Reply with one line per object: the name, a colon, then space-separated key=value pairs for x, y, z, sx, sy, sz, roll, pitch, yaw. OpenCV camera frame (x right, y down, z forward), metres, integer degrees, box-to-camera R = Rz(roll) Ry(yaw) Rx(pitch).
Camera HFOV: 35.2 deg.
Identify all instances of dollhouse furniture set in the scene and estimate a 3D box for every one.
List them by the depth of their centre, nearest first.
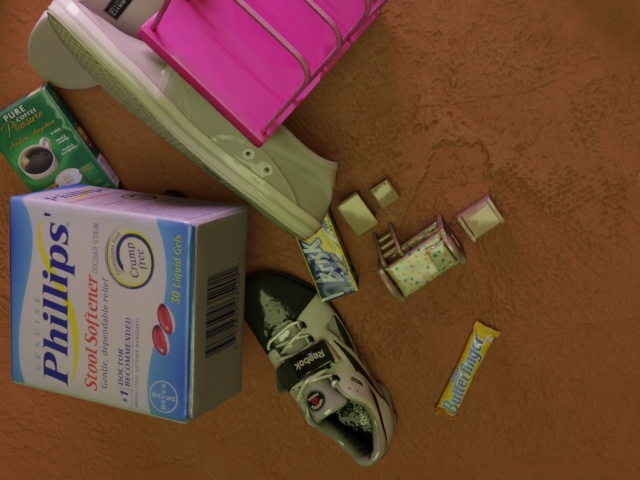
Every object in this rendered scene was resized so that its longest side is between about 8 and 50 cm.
dollhouse furniture set: x=0.141 y=-0.033 z=1.413 sx=0.182 sy=0.101 sz=0.161 roll=-35 pitch=101 yaw=12

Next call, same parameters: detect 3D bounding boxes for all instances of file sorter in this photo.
file sorter: x=-0.034 y=-0.304 z=1.229 sx=0.202 sy=0.290 sz=0.182 roll=43 pitch=149 yaw=-8

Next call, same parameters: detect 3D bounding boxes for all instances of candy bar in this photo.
candy bar: x=0.219 y=0.197 z=1.516 sx=0.040 sy=0.018 sz=0.161 roll=23 pitch=105 yaw=-2

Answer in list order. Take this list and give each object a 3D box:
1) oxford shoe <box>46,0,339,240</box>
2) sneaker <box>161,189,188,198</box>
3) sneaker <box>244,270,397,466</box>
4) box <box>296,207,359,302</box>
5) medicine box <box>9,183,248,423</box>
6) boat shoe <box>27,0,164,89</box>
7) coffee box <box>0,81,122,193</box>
oxford shoe: x=-0.153 y=-0.175 z=1.315 sx=0.449 sy=0.169 sz=0.130 roll=37 pitch=86 yaw=-16
sneaker: x=-0.248 y=0.070 z=1.469 sx=0.121 sy=0.111 sz=0.299 roll=12 pitch=104 yaw=5
sneaker: x=-0.001 y=0.187 z=1.465 sx=0.122 sy=0.146 sz=0.330 roll=-39 pitch=98 yaw=14
box: x=0.000 y=0.000 z=1.457 sx=0.059 sy=0.054 sz=0.169 roll=-20 pitch=103 yaw=9
medicine box: x=-0.256 y=0.075 z=1.347 sx=0.289 sy=0.149 sz=0.263 roll=8 pitch=102 yaw=23
boat shoe: x=-0.261 y=-0.340 z=1.356 sx=0.127 sy=0.158 sz=0.340 roll=40 pitch=133 yaw=-23
coffee box: x=-0.380 y=-0.122 z=1.440 sx=0.113 sy=0.040 sz=0.184 roll=-29 pitch=112 yaw=12
